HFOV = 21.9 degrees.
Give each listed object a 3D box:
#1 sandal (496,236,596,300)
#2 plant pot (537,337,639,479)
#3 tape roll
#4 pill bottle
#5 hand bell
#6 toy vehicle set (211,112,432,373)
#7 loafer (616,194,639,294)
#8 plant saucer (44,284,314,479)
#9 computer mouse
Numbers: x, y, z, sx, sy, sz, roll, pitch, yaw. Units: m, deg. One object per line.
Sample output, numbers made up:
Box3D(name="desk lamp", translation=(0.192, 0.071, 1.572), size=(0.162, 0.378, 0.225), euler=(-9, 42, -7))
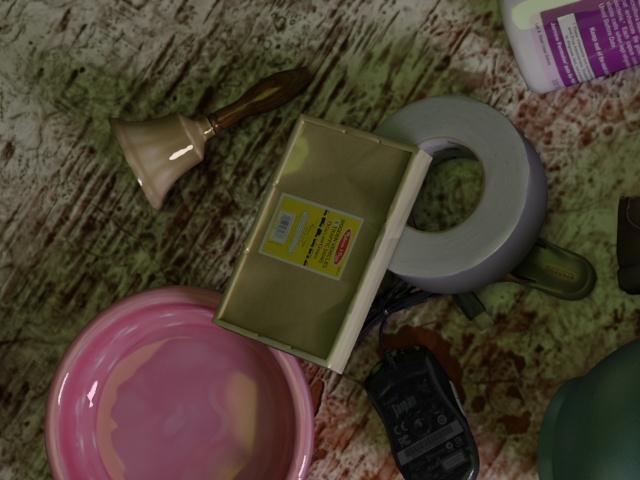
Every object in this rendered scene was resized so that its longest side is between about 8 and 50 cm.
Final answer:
Box3D(name="sandal", translation=(0.225, 0.023, 1.887), size=(0.180, 0.049, 0.072), euler=(17, 90, 16))
Box3D(name="plant pot", translation=(0.353, 0.229, 1.738), size=(0.196, 0.293, 0.293), euler=(-4, 84, 41))
Box3D(name="tape roll", translation=(0.143, -0.053, 1.877), size=(0.219, 0.072, 0.219), euler=(-8, 70, 24))
Box3D(name="pill bottle", translation=(0.352, -0.281, 1.816), size=(0.302, 0.169, 0.169), euler=(-16, 82, 14))
Box3D(name="hand bell", translation=(-0.119, -0.145, 1.985), size=(0.242, 0.126, 0.126), euler=(-27, 79, -2))
Box3D(name="toy vehicle set", translation=(0.000, 0.000, 1.867), size=(0.166, 0.035, 0.266), euler=(20, 84, 30))
Box3D(name="loafer", translation=(0.482, -0.051, 1.778), size=(0.366, 0.134, 0.130), euler=(-19, 81, 13))
Box3D(name="plant saucer", translation=(-0.161, 0.220, 1.961), size=(0.332, 0.084, 0.332), euler=(-2, 84, 15))
Box3D(name="computer mouse", translation=(0.137, 0.159, 1.900), size=(0.184, 0.060, 0.262), euler=(-36, 68, 12))
